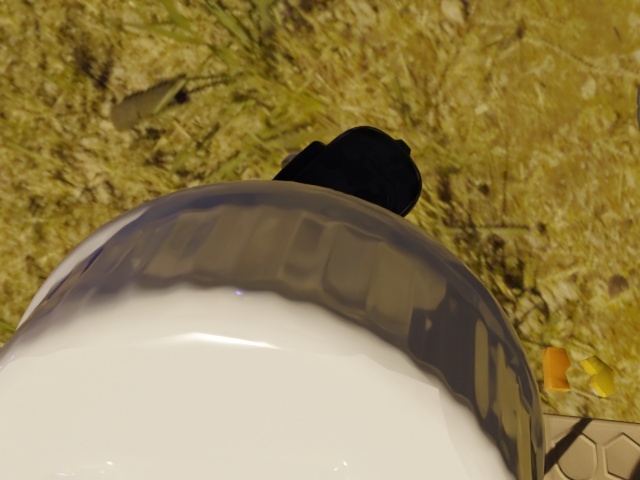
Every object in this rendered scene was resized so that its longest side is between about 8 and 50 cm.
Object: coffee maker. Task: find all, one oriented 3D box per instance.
[{"bbox_3d":[0.000,0.000,0.851,0.120,0.178,0.171,24,77,-2],"label":"coffee maker"}]

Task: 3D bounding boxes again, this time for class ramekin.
[{"bbox_3d":[-0.033,0.121,0.443,0.277,0.135,0.277,2,106,5],"label":"ramekin"}]

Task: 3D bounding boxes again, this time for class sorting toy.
[{"bbox_3d":[0.388,0.311,1.403,0.229,0.041,0.307,8,68,-17],"label":"sorting toy"}]

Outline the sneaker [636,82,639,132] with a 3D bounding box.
[{"bbox_3d":[0.290,-0.022,0.647,0.104,0.147,0.295,-4,81,-12],"label":"sneaker"}]
